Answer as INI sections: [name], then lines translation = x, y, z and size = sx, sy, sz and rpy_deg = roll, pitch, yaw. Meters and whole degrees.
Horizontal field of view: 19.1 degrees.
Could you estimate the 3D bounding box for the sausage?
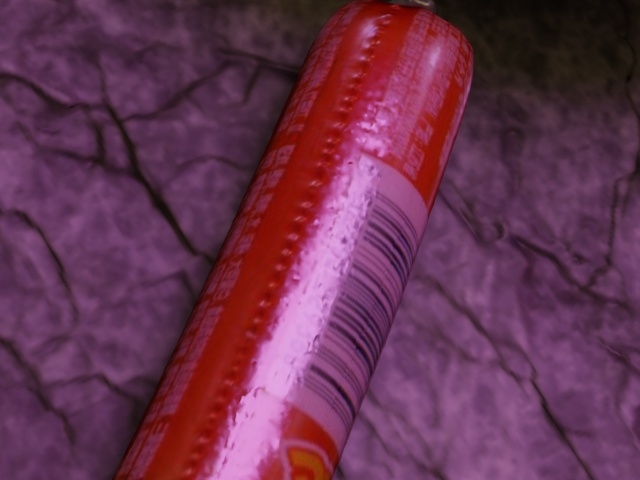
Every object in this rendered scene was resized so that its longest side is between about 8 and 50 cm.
[sausage]
translation = 0.000, 0.000, 0.723
size = 0.074, 0.074, 0.274
rpy_deg = 25, 58, -5
